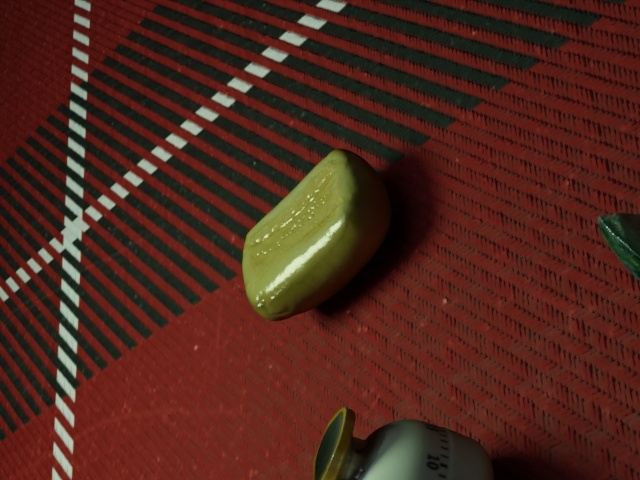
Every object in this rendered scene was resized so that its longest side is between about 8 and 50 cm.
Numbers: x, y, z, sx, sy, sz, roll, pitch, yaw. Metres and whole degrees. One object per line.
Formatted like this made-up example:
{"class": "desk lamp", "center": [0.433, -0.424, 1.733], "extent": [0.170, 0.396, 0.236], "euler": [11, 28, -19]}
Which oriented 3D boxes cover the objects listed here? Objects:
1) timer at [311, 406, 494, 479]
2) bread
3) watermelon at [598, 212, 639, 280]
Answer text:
{"class": "timer", "center": [0.093, 0.284, 1.096], "extent": [0.233, 0.240, 0.233], "euler": [-159, 90, -86]}
{"class": "bread", "center": [0.000, 0.000, 1.402], "extent": [0.217, 0.098, 0.147], "euler": [-38, 45, 34]}
{"class": "watermelon", "center": [0.290, 0.012, 1.026], "extent": [0.080, 0.101, 0.155], "euler": [-38, 54, 22]}
